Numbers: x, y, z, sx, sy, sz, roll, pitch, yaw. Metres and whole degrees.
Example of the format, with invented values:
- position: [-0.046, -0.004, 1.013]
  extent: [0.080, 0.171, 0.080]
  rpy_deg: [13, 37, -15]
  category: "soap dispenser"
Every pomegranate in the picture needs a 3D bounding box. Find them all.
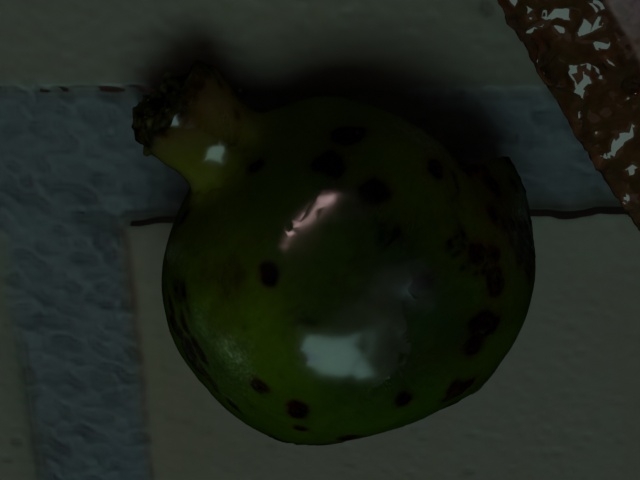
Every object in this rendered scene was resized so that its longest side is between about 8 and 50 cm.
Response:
- position: [0.000, 0.012, 0.718]
  extent: [0.169, 0.122, 0.143]
  rpy_deg: [32, 139, -33]
  category: "pomegranate"

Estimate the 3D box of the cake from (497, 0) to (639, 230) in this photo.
- position: [0.120, -0.088, 0.630]
  extent: [0.116, 0.113, 0.295]
  rpy_deg: [-27, 135, 9]
  category: "cake"
